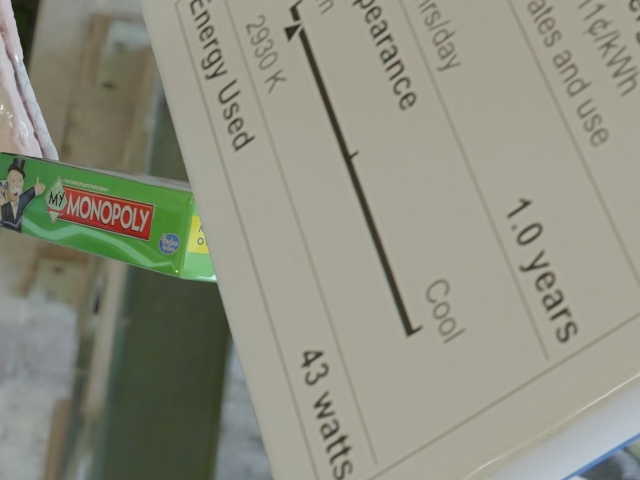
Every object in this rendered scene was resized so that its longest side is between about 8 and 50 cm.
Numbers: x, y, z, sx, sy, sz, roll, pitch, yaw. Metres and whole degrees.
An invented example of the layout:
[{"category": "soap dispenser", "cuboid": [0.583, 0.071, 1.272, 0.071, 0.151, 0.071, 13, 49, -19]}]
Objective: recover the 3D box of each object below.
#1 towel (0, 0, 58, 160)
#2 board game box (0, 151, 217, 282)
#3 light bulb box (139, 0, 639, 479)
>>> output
[{"category": "towel", "cuboid": [-0.392, -0.181, 1.695, 0.332, 0.317, 0.053, -10, -169, 35]}, {"category": "board game box", "cuboid": [0.000, 0.000, 1.133, 0.317, 0.046, 0.213, 7, -178, -37]}, {"category": "light bulb box", "cuboid": [0.151, -0.102, 0.553, 0.361, 0.358, 0.225, -34, 139, 19]}]
